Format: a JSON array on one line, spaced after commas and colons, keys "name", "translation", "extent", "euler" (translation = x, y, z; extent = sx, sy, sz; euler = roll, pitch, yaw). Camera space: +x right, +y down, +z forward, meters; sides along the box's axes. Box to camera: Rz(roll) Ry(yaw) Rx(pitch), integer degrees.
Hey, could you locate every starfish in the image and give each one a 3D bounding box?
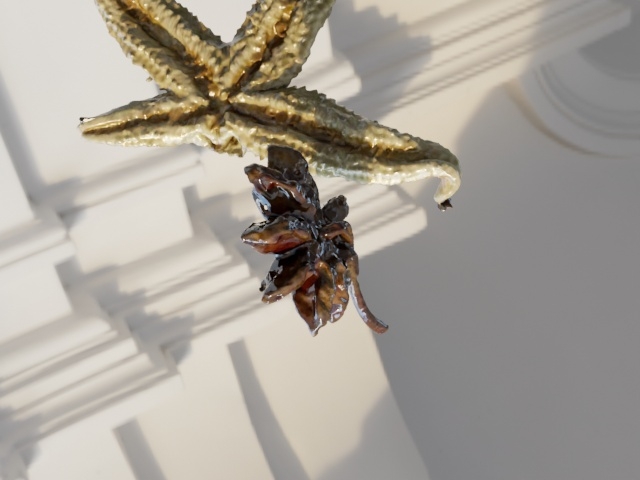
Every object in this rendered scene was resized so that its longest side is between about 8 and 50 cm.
[{"name": "starfish", "translation": [-0.054, -0.204, 1.070], "extent": [0.432, 0.082, 0.324], "euler": [4, -103, 17]}]

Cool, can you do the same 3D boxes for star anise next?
[{"name": "star anise", "translation": [-0.001, 0.001, 0.927], "extent": [0.073, 0.234, 0.177], "euler": [-17, -101, 18]}]
